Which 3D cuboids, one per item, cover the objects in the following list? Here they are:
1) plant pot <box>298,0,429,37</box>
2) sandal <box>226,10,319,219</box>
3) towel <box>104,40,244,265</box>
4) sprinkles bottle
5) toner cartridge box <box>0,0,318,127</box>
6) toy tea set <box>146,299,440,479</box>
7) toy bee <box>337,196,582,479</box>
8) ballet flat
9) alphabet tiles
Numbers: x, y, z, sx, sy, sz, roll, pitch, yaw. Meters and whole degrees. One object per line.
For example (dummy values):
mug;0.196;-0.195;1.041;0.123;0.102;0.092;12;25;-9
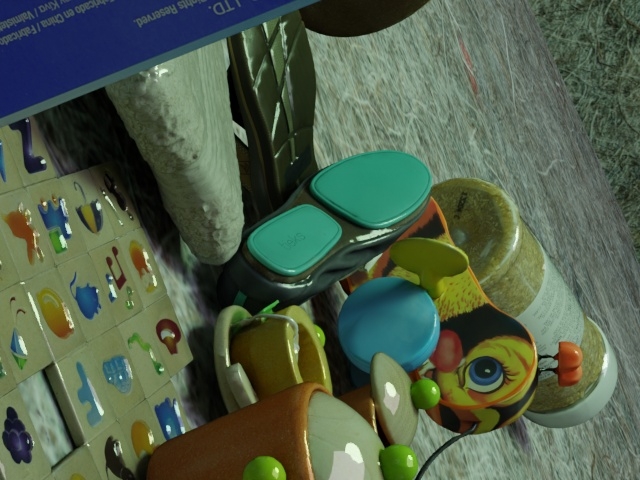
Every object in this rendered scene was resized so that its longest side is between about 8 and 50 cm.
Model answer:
plant pot;-0.024;-0.289;1.125;0.230;0.215;0.215;24;47;-51
sandal;-0.039;-0.068;1.033;0.090;0.060;0.219;-51;136;-54
towel;-0.096;-0.147;0.886;0.187;0.049;0.282;68;11;-59
sprinkles bottle;0.188;0.069;1.501;0.355;0.121;0.121;47;28;-54
toner cartridge box;-0.065;-0.115;0.465;0.165;0.347;0.075;-85;151;-56
toy tea set;0.017;0.128;0.836;0.336;0.124;0.200;-71;143;-66
toy bee;0.096;0.077;1.101;0.195;0.162;0.298;77;-2;-83
ballet flat;0.000;0.000;0.984;0.203;0.074;0.074;-34;105;-52
alphabet tiles;-0.120;0.031;0.730;0.237;0.009;0.198;-36;106;-74
